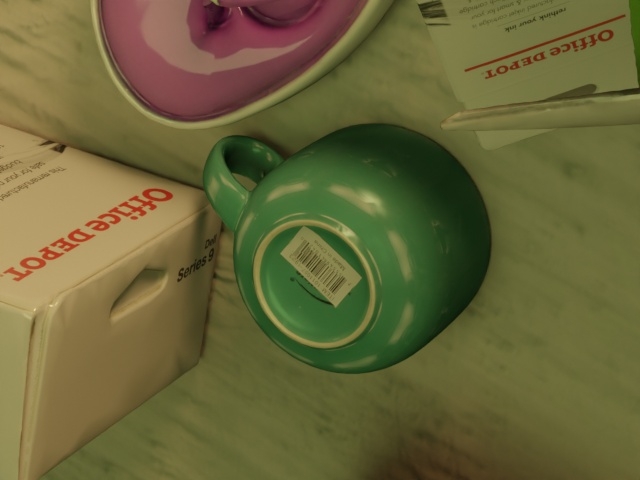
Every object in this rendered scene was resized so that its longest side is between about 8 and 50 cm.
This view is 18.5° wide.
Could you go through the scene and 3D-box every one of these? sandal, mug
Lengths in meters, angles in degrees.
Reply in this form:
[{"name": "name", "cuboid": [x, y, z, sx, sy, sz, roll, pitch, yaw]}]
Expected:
[{"name": "sandal", "cuboid": [0.004, -0.207, 1.009, 0.416, 0.102, 0.169, -42, 87, 31]}, {"name": "mug", "cuboid": [0.005, 0.008, 1.094, 0.157, 0.097, 0.129, 0, 109, 27]}]

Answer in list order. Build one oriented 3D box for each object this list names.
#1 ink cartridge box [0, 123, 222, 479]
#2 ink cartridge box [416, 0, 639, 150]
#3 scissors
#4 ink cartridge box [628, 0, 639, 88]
[{"name": "ink cartridge box", "cuboid": [-0.234, 0.015, 1.153, 0.289, 0.211, 0.121, 18, 116, 21]}, {"name": "ink cartridge box", "cuboid": [0.097, -0.139, 0.969, 0.104, 0.060, 0.180, -18, 133, 9]}, {"name": "scissors", "cuboid": [0.203, -0.058, 0.844, 0.297, 0.021, 0.109, -15, 146, 31]}, {"name": "ink cartridge box", "cuboid": [0.205, -0.137, 0.805, 0.189, 0.097, 0.255, -4, 115, 18]}]
